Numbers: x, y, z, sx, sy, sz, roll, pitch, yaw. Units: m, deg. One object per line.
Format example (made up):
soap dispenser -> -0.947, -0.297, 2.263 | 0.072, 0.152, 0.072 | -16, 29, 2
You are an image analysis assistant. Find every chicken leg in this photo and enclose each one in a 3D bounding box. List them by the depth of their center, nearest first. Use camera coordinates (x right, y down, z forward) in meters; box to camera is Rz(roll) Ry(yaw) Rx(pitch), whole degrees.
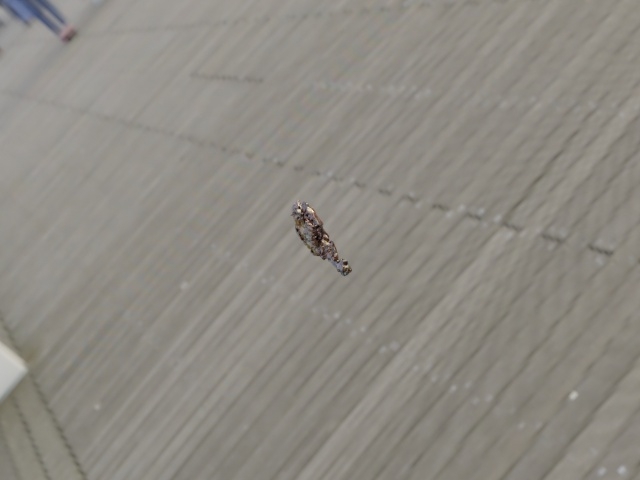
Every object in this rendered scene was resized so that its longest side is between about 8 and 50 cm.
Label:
chicken leg -> -0.001, -0.001, 1.223 | 0.021, 0.083, 0.036 | -33, -1, -29
